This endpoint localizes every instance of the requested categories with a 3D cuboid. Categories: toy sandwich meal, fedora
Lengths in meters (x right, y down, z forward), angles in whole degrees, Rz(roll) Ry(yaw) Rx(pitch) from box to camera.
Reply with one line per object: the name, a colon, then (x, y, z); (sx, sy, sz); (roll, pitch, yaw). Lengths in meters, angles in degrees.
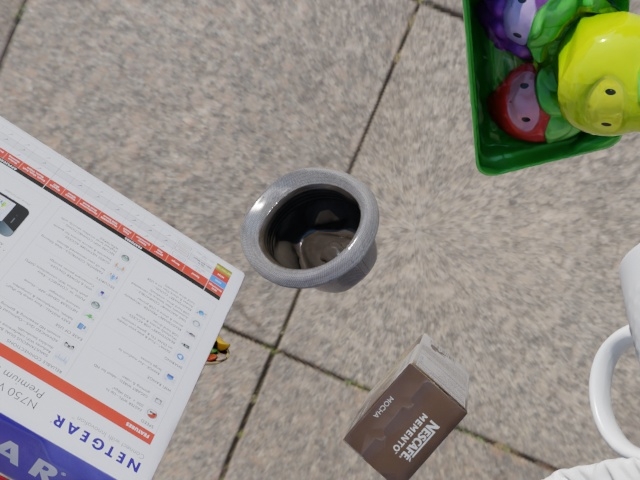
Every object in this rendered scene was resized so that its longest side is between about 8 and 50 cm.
toy sandwich meal: (-0.170, 0.150, 1.270); (0.086, 0.085, 0.029); (17, 111, 6)
fedora: (0.000, 0.000, 1.577); (0.275, 0.124, 0.243); (21, 68, 41)

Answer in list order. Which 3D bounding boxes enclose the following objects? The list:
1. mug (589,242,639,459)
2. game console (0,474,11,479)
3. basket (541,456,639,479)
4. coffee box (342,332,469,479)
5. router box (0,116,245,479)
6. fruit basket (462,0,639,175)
mug: (0.535, 0.179, 1.186); (0.374, 0.276, 0.328); (-28, 54, 39)
game console: (-0.476, 0.388, 1.405); (0.124, 0.144, 0.085); (-26, 64, -30)
basket: (0.346, 0.417, 0.875); (0.266, 0.328, 0.331); (46, 57, -5)
coffee box: (0.152, 0.273, 1.463); (0.119, 0.297, 0.168); (41, 100, 6)
router box: (-0.268, 0.056, 0.829); (0.335, 0.301, 0.082); (34, 127, -10)
fruit basket: (0.361, -0.256, 1.287); (0.283, 0.392, 0.391); (-14, 89, 0)
